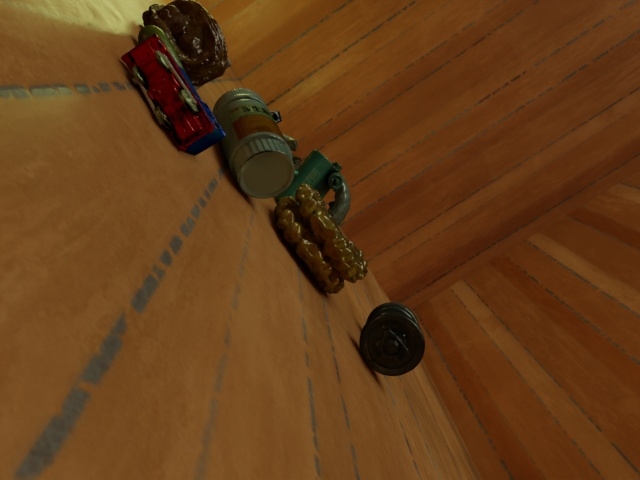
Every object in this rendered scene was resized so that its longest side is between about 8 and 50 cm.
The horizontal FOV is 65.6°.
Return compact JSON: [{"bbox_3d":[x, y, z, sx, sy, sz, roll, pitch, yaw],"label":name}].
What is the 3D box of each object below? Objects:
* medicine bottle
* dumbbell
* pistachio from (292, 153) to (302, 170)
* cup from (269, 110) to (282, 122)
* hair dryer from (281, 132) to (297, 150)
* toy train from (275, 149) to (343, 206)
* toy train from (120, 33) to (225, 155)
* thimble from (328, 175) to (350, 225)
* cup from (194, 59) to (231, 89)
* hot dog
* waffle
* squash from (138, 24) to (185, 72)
[{"bbox_3d":[-0.174,-0.250,1.266,0.158,0.158,0.318,51,10,-45],"label":"medicine bottle"},{"bbox_3d":[0.214,0.284,1.483,0.179,0.179,0.406,58,6,5],"label":"dumbbell"},{"bbox_3d":[-0.126,-0.254,1.776,0.129,0.131,0.206,48,10,-6],"label":"pistachio"},{"bbox_3d":[-0.205,-0.350,1.502,0.155,0.176,0.131,-122,-162,-79],"label":"cup"},{"bbox_3d":[-0.179,-0.344,1.880,0.206,0.075,0.237,23,-22,10],"label":"hair dryer"},{"bbox_3d":[-0.038,-0.176,1.620,0.159,0.248,0.101,40,-6,-30],"label":"toy train"},{"bbox_3d":[-0.275,-0.267,0.936,0.204,0.082,0.131,59,7,2],"label":"toy train"},{"bbox_3d":[0.006,-0.148,1.779,0.172,0.205,0.250,56,42,-74],"label":"thimble"},{"bbox_3d":[-0.345,-0.521,1.411,0.136,0.133,0.099,56,3,-14],"label":"cup"},{"bbox_3d":[-0.360,-0.541,1.304,0.259,0.175,0.114,55,-17,7],"label":"hot dog"},{"bbox_3d":[0.000,0.000,1.400,0.324,0.151,0.261,52,12,-16],"label":"waffle"},{"bbox_3d":[-0.345,-0.394,1.111,0.201,0.066,0.066,61,7,5],"label":"squash"}]
